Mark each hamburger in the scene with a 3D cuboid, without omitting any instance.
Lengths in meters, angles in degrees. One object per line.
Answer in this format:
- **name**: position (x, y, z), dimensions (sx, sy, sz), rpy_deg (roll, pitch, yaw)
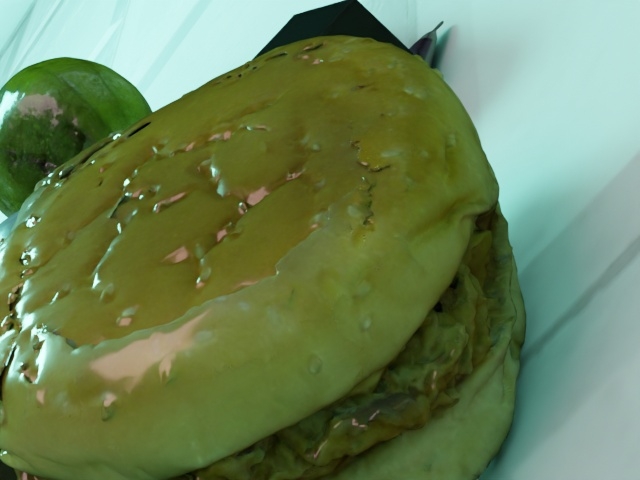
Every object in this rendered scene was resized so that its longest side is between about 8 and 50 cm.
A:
- **hamburger**: position (-0.023, 0.021, 0.594), dimensions (0.213, 0.108, 0.214), rpy_deg (-22, 31, 14)

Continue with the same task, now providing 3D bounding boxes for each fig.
- **fig**: position (-0.155, -0.053, 1.207), dimensions (0.133, 0.185, 0.126), rpy_deg (-64, -21, 1)

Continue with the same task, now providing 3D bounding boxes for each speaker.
- **speaker**: position (0.001, -0.092, 0.856), dimensions (0.046, 0.040, 0.191), rpy_deg (-47, 10, -2)

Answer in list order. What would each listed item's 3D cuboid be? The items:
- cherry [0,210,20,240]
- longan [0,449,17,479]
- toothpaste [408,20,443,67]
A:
- **cherry**: position (-0.176, 0.071, 1.043), dimensions (0.148, 0.115, 0.188), rpy_deg (43, 115, 33)
- **longan**: position (-0.157, 0.136, 0.723), dimensions (0.220, 0.196, 0.196), rpy_deg (-51, 15, -13)
- **toothpaste**: position (0.000, 0.000, 0.752), dimensions (0.096, 0.061, 0.266), rpy_deg (-41, 19, 40)
